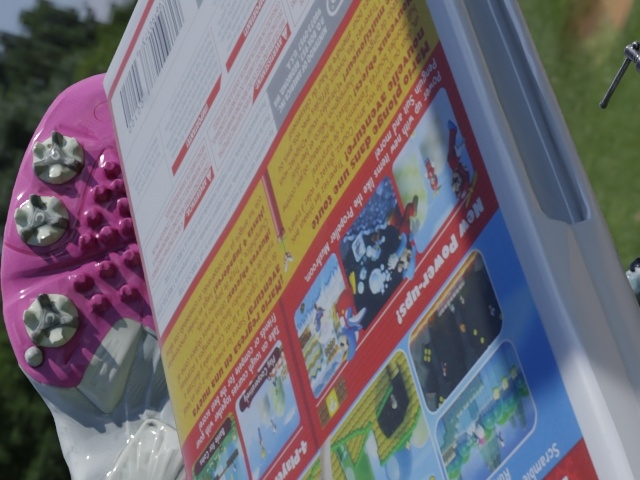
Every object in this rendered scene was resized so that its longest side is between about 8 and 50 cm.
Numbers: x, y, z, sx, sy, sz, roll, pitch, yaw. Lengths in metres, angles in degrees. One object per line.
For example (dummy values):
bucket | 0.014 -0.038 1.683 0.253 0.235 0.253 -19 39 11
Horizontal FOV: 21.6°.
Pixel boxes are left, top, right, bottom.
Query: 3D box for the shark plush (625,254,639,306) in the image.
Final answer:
shark plush | 0.146 0.036 0.720 0.073 0.161 0.067 2 107 61

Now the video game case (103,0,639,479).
video game case | 0.000 0.000 0.467 0.204 0.025 0.285 -57 39 46

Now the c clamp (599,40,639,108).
c clamp | 0.307 -0.131 1.374 0.161 0.022 0.137 45 130 40

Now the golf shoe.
golf shoe | -0.083 0.072 0.829 0.140 0.115 0.306 73 -172 -75
